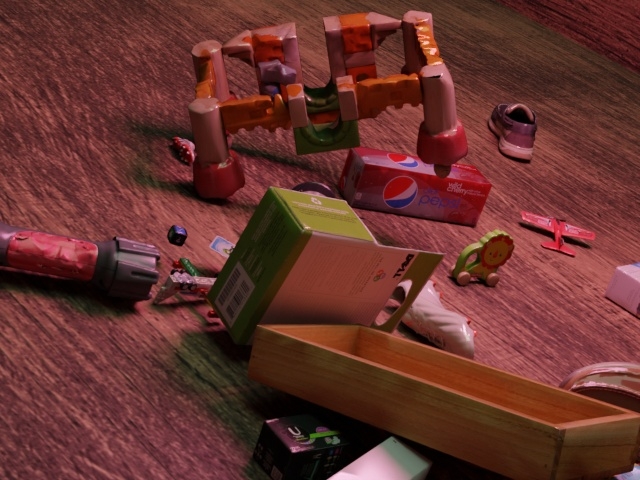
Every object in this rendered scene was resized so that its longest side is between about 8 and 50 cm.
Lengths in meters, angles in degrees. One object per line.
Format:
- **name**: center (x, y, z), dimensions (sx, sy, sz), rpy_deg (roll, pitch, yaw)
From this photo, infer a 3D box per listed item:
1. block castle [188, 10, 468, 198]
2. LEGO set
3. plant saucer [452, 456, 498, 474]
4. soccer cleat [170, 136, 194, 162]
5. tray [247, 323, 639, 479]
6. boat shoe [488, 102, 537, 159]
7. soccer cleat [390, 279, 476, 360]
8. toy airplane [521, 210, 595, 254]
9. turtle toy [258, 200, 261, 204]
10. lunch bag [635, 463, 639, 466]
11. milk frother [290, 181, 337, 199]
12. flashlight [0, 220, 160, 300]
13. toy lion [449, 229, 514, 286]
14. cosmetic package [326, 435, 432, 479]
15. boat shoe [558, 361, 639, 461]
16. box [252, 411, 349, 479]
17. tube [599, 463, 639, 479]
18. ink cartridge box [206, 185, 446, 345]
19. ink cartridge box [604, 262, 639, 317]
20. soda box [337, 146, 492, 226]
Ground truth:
- **block castle**: center (0.003, -0.217, 2.062), dimensions (0.453, 0.213, 0.303), rpy_deg (-9, 34, 0)
- **LEGO set**: center (-0.121, 0.071, 1.688), dimensions (0.244, 0.060, 0.182), rpy_deg (31, 23, -2)
- **plant saucer**: center (0.208, 0.237, 1.559), dimensions (0.200, 0.037, 0.200), rpy_deg (16, 22, -7)
- **soccer cleat**: center (-0.231, -0.158, 2.111), dimensions (0.035, 0.029, 0.083), rpy_deg (-1, 26, -31)
- **tray**: center (0.135, 0.181, 1.398), dimensions (0.411, 0.076, 0.203), rpy_deg (16, 7, 38)
- **boat shoe**: center (0.451, -0.270, 2.797), dimensions (0.103, 0.092, 0.285), rpy_deg (18, 23, -3)
- **soccer cleat**: center (0.161, 0.119, 1.762), dimensions (0.076, 0.068, 0.196), rpy_deg (-7, 30, -19)
- **toy airplane**: center (0.452, -0.011, 2.308), dimensions (0.151, 0.028, 0.151), rpy_deg (15, 24, -7)
- **turtle toy**: center (-0.040, -0.017, 1.894), dimensions (0.095, 0.066, 0.130), rpy_deg (-4, 32, -39)
- **lunch bag**: center (0.457, 0.347, 1.399), dimensions (0.258, 0.120, 0.293), rpy_deg (33, 27, 30)
- **milk frother**: center (0.000, 0.000, 1.780), dimensions (0.143, 0.129, 0.135), rpy_deg (28, 14, -5)
- **flashlight**: center (-0.357, 0.016, 1.542), dimensions (0.304, 0.103, 0.103), rpy_deg (12, 50, -19)
- **toy lion**: center (0.270, 0.026, 1.998), dimensions (0.100, 0.096, 0.034), rpy_deg (3, 28, -33)
- **cosmetic package**: center (0.023, 0.287, 1.228), dimensions (0.060, 0.099, 0.239), rpy_deg (29, 25, 24)
- **boat shoe**: center (0.471, 0.255, 1.620), dimensions (0.324, 0.123, 0.116), rpy_deg (16, 25, -3)
- **box**: center (-0.022, 0.235, 1.369), dimensions (0.083, 0.052, 0.062), rpy_deg (-3, 32, -39)
- **tube**: center (0.306, 0.258, 1.413), dimensions (0.080, 0.052, 0.207), rpy_deg (-23, 30, -35)
- **ink cartridge box**: center (0.010, 0.047, 1.598), dimensions (0.255, 0.189, 0.097), rpy_deg (9, 33, -41)
- **ink cartridge box**: center (0.599, 0.110, 2.108), dimensions (0.104, 0.061, 0.181), rpy_deg (-8, 35, -47)
- **soda box**: center (0.171, -0.100, 2.207), dimensions (0.263, 0.092, 0.083), rpy_deg (8, 25, -23)
